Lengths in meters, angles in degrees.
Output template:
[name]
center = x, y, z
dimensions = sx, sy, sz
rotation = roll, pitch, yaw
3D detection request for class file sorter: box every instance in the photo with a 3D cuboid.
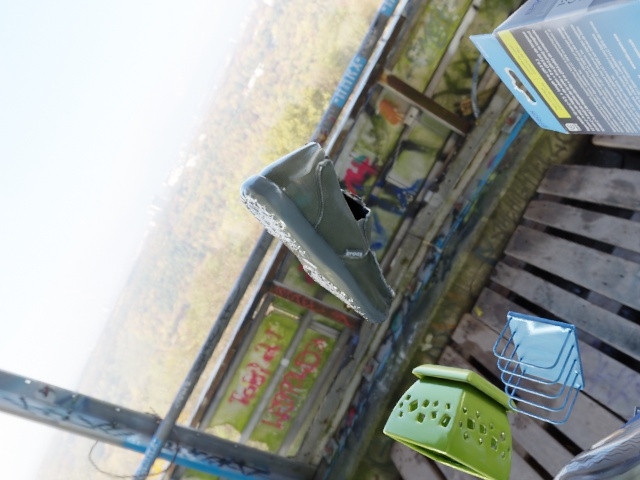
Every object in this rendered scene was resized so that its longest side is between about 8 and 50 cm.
[file sorter]
center = 0.399, 0.236, 0.944
dimensions = 0.118, 0.170, 0.104
rotation = 9, 45, 42

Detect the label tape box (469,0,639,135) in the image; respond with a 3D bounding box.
[label tape box]
center = 0.430, -0.280, 0.785
dimensions = 0.115, 0.249, 0.347
rotation = -50, 24, -2

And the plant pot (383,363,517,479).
[plant pot]
center = 0.331, 0.436, 1.262
dimensions = 0.227, 0.228, 0.207
rotation = -12, 47, 57

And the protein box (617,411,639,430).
[protein box]
center = 0.556, 0.433, 0.913
dimensions = 0.200, 0.201, 0.136
rotation = -50, 63, 16

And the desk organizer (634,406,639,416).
[desk organizer]
center = 0.814, 0.429, 1.204
dimensions = 0.130, 0.050, 0.047
rotation = -9, 44, 46

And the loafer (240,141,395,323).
[loafer]
center = 0.024, 0.001, 0.500
dimensions = 0.094, 0.251, 0.087
rotation = 34, 79, 38

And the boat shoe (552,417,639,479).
[boat shoe]
center = 0.229, 0.238, 0.327
dimensions = 0.123, 0.324, 0.116
rotation = -35, 38, -1
